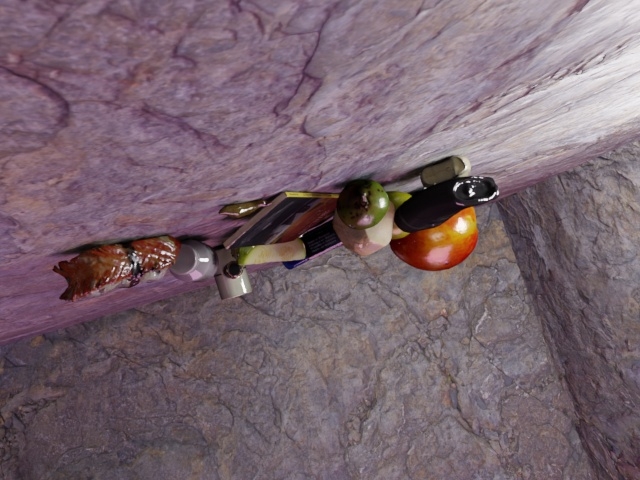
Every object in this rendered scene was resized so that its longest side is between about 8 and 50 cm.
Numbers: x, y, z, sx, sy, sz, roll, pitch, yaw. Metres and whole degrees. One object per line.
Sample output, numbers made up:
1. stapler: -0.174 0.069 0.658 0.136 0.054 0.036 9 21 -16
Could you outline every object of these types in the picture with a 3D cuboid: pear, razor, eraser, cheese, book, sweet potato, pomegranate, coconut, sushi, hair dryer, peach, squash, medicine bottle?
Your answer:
1. pear: 0.276 -0.099 1.812 0.198 0.198 0.198 -17 174 -2
2. razor: 0.394 -0.121 1.561 0.205 0.113 0.349 -9 169 -25
3. eraser: 0.000 0.000 1.874 0.332 0.101 0.155 -28 -174 12
4. cheese: 0.419 -0.218 1.620 0.164 0.070 0.249 -18 174 14
5. book: -0.095 -0.065 1.487 0.263 0.028 0.374 -38 165 26
6. sweet potato: -0.197 -0.083 1.256 0.153 0.038 0.041 -16 -163 -34
7. pomegranate: 0.112 -0.114 1.453 0.156 0.156 0.220 -15 -162 -19
8. coconut: 0.160 -0.063 1.650 0.197 0.236 0.237 33 141 -33
9. sushi: -0.521 0.068 1.279 0.130 0.124 0.332 -31 169 37
10. hair dryer: -0.324 0.113 1.768 0.128 0.203 0.362 -16 179 -15
11. peach: 0.470 -0.043 2.050 0.389 0.387 0.388 -17 174 -2
12. squash: -0.158 0.025 1.676 0.289 0.111 0.203 8 -170 -19
13. medicine bottle: -0.410 0.065 1.531 0.135 0.134 0.215 -17 174 0

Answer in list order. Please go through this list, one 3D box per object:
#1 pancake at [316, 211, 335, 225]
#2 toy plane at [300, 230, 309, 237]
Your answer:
1. pancake: -0.050 -0.063 1.838 0.242 0.050 0.242 -25 -177 1
2. toy plane: -0.150 0.018 2.141 0.234 0.082 0.160 -14 -160 -25
